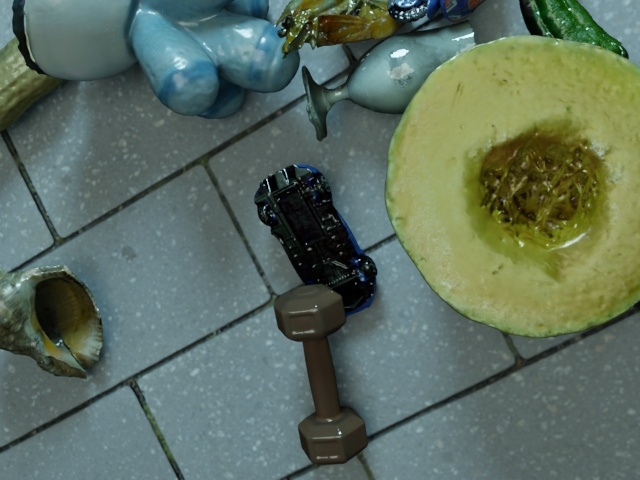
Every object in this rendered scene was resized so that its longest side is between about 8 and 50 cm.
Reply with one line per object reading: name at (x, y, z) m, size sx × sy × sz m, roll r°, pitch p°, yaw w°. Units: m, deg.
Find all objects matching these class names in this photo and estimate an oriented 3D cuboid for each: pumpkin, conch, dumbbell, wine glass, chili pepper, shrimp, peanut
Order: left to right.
peanut at (-0.425, -0.224, 1.267) m, size 0.214 × 0.098 × 0.090 m, roll -35°, pitch 91°, yaw 9°
conch at (-0.382, 0.107, 1.253) m, size 0.155 × 0.130 × 0.207 m, roll -38°, pitch 97°, yaw 26°
dumbbell at (0.001, 0.171, 1.160) m, size 0.092 × 0.082 × 0.230 m, roll -7°, pitch 104°, yaw 13°
shrimp at (0.030, -0.279, 1.112) m, size 0.115 × 0.217 × 0.051 m, roll 39°, pitch 145°, yaw 16°
wine glass at (0.089, -0.203, 1.131) m, size 0.222 × 0.103 × 0.103 m, roll -17°, pitch 88°, yaw 9°
pumpkin at (0.245, -0.066, 1.065) m, size 0.333 × 0.199 × 0.332 m, roll 1°, pitch 96°, yaw 8°
chili pepper at (0.312, -0.271, 1.094) m, size 0.122 × 0.065 × 0.278 m, roll -26°, pitch 82°, yaw 17°

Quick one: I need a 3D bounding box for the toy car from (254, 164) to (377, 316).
toy car at (0.000, 0.000, 1.186) m, size 0.103 × 0.063 × 0.216 m, roll -26°, pitch 101°, yaw 18°

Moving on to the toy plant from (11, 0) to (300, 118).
toy plant at (-0.182, -0.272, 1.146) m, size 0.332 × 0.247 × 0.247 m, roll 19°, pitch 97°, yaw 9°

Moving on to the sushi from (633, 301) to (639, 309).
sushi at (0.479, 0.048, 1.082) m, size 0.201 × 0.031 × 0.139 m, roll 17°, pitch 76°, yaw 15°

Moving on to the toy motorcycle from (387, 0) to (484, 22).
toy motorcycle at (0.168, -0.338, 1.102) m, size 0.114 × 0.076 × 0.205 m, roll 25°, pitch 74°, yaw 28°
